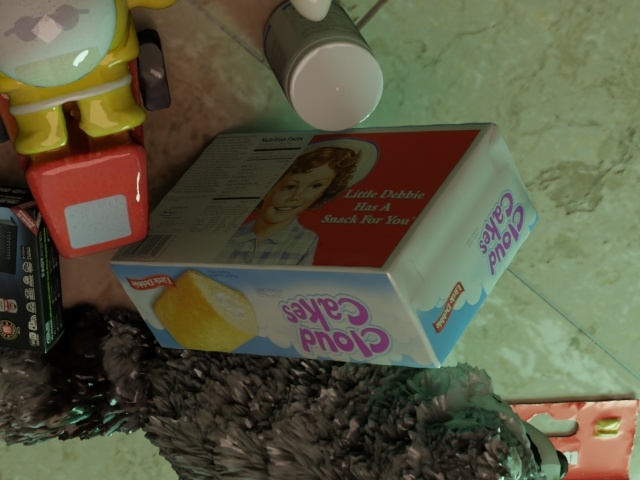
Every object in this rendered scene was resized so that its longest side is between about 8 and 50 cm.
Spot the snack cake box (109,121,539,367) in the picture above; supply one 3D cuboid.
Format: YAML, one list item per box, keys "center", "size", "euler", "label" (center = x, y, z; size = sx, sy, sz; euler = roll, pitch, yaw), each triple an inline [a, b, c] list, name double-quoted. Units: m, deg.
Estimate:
- center: [0.000, 0.000, 1.346]
  size: [0.152, 0.264, 0.089]
  euler: [-51, 126, -34]
  label: "snack cake box"

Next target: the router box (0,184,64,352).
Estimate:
- center: [-0.242, 0.018, 1.424]
  size: [0.092, 0.038, 0.122]
  euler: [7, 117, 15]
  label: "router box"

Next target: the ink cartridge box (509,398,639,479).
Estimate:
- center: [0.185, 0.248, 1.648]
  size: [0.181, 0.056, 0.224]
  euler: [-1, 118, -12]
  label: "ink cartridge box"

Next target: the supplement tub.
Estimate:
- center: [0.001, -0.129, 1.385]
  size: [0.071, 0.107, 0.071]
  euler: [-5, 117, -10]
  label: "supplement tub"

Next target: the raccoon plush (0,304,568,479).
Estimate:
- center: [-0.045, 0.178, 1.420]
  size: [0.446, 0.299, 0.216]
  euler: [-16, 119, -4]
  label: "raccoon plush"

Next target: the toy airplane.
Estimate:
- center: [-0.181, -0.198, 1.217]
  size: [0.384, 0.272, 0.386]
  euler: [31, 106, -24]
  label: "toy airplane"
